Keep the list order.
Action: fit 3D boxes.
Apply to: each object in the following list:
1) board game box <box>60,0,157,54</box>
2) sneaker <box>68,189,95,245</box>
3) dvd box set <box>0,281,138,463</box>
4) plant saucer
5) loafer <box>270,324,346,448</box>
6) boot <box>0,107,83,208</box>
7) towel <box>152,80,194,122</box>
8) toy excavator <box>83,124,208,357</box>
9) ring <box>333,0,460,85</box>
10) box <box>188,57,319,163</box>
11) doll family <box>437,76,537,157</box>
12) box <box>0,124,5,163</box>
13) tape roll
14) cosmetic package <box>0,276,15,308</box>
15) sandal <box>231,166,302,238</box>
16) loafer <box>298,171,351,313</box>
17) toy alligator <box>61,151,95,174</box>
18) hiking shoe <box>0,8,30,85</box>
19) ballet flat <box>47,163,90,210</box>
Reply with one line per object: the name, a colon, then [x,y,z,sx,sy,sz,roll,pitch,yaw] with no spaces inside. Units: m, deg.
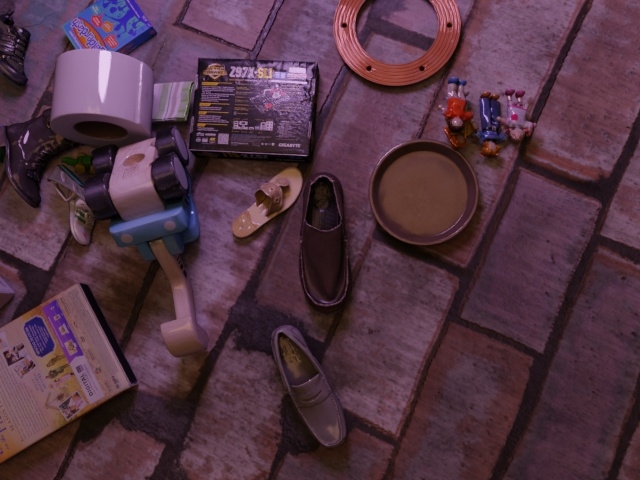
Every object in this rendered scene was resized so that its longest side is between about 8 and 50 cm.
board game box: [-0.583,-0.581,1.759,0.210,0.047,0.160,-36,81,0]
sneaker: [-0.616,-0.068,1.684,0.075,0.057,0.161,-12,78,9]
dvd box set: [-0.721,0.343,1.634,0.420,0.062,0.307,-31,81,0]
plant saucer: [0.261,-0.122,1.626,0.278,0.041,0.278,-1,82,4]
loafer: [-0.034,0.356,1.547,0.112,0.111,0.319,-30,81,0]
boot: [-0.723,-0.240,1.707,0.229,0.091,0.263,-21,88,-6]
towel: [-0.406,-0.369,1.695,0.152,0.023,0.113,4,82,32]
toy excavator: [-0.382,0.004,1.585,0.222,0.445,0.433,-17,38,3]
ring: [0.202,-0.569,1.699,0.337,0.032,0.336,-1,83,5]
box: [-0.172,-0.341,1.676,0.322,0.079,0.257,3,80,6]
doll family: [0.404,-0.297,1.616,0.263,0.118,0.163,6,76,-12]
box: [-0.956,-0.276,1.751,0.179,0.043,0.105,7,82,8]
tape roll: [-0.550,-0.354,1.621,0.246,0.246,0.169,-1,78,5]
cosmetic package: [-1.066,0.095,1.564,0.327,0.329,0.393,-44,82,-3]
sandal: [-0.137,-0.100,1.637,0.240,0.079,0.088,-45,81,-2]
loafer: [0.000,0.000,1.585,0.134,0.130,0.366,-6,82,4]
toy alligator: [-0.590,-0.198,1.705,0.190,0.051,0.056,0,50,-13]
hiking shoe: [-0.850,-0.536,1.756,0.114,0.086,0.227,-31,80,3]
ballet flat: [-0.617,-0.115,1.642,0.213,0.072,0.068,36,85,14]
